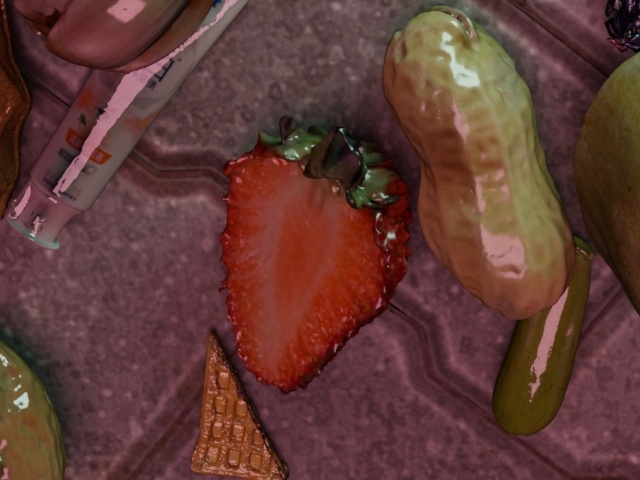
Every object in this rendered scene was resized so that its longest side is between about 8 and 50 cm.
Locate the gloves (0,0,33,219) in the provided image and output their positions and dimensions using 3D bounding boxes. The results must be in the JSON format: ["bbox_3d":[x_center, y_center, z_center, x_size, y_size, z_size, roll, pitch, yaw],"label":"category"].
[{"bbox_3d":[-0.362,-0.144,1.762,0.203,0.155,0.356,0,112,9],"label":"gloves"}]

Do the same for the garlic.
[{"bbox_3d":[-0.188,-0.251,1.688,0.191,0.160,0.214,-32,92,5],"label":"garlic"}]

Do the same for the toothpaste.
[{"bbox_3d":[-0.176,-0.137,1.799,0.100,0.066,0.323,34,101,-2],"label":"toothpaste"}]

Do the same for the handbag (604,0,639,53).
[{"bbox_3d":[0.328,-0.271,1.681,0.162,0.113,0.260,5,110,-3],"label":"handbag"}]

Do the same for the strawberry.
[{"bbox_3d":[0.000,0.000,1.811,0.188,0.106,0.286,29,124,19],"label":"strawberry"}]

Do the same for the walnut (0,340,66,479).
[{"bbox_3d":[-0.341,0.191,1.858,0.198,0.198,0.245,-18,96,11],"label":"walnut"}]

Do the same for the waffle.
[{"bbox_3d":[-0.071,0.162,1.909,0.097,0.023,0.152,7,108,1],"label":"waffle"}]

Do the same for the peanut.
[{"bbox_3d":[0.140,-0.069,1.758,0.130,0.130,0.290,-15,101,10],"label":"peanut"}]

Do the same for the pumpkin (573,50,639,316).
[{"bbox_3d":[0.386,-0.017,1.673,0.332,0.199,0.332,0,125,0],"label":"pumpkin"}]

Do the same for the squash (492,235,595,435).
[{"bbox_3d":[0.212,0.092,1.841,0.066,0.066,0.201,17,105,-1],"label":"squash"}]
